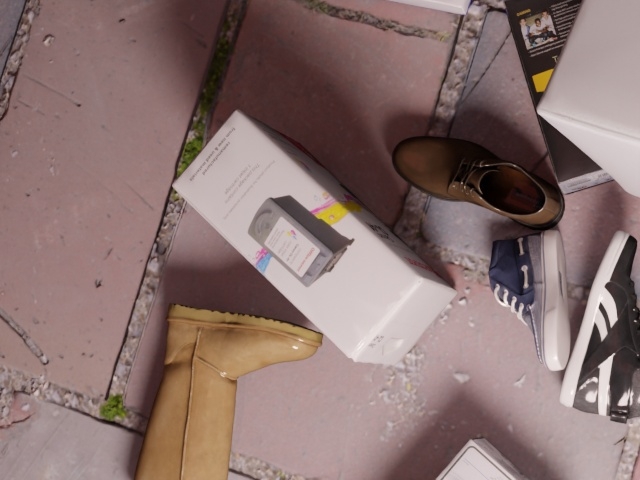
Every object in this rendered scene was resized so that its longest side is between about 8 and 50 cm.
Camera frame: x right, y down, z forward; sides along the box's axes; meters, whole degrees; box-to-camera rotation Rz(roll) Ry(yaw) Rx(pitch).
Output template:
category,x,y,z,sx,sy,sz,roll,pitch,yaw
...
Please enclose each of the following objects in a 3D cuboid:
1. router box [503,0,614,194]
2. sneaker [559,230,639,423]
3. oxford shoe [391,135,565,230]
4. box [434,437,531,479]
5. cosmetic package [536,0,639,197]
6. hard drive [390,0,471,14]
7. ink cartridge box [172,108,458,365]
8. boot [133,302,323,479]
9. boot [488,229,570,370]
category,x,y,z,sx,sy,sz,roll,pitch,yaw
router box,0.401,-0.217,1.315,0.308,0.081,0.243,-17,77,15
sneaker,0.367,0.106,1.286,0.121,0.079,0.217,17,96,16
oxford shoe,0.188,-0.083,1.357,0.227,0.096,0.083,19,90,21
box,0.155,0.396,1.300,0.169,0.087,0.290,42,96,19
cosmetic package,0.467,-0.213,1.044,0.327,0.329,0.394,23,91,32
hard drive,0.136,-0.472,1.460,0.210,0.040,0.319,16,87,20
ink cartridge box,0.000,0.000,1.337,0.306,0.226,0.131,42,97,18
boot,-0.120,0.228,1.420,0.236,0.089,0.270,6,84,29
boot,0.246,0.074,1.308,0.086,0.069,0.190,-10,48,22
